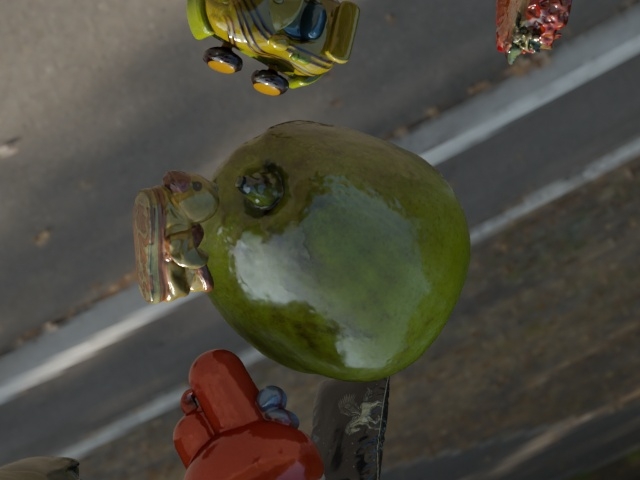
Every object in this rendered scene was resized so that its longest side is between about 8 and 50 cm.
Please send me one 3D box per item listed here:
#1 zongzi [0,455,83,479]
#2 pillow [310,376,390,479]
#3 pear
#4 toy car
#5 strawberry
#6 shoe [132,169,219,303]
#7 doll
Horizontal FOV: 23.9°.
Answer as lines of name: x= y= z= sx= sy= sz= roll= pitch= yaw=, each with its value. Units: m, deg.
zongzi: x=-0.403 y=0.282 z=1.725 sx=0.181 sy=0.418 sz=0.447 roll=-34 pitch=-162 yaw=16
pillow: x=0.035 y=0.261 z=2.045 sx=0.141 sy=0.208 sz=0.055 roll=-23 pitch=133 yaw=35
pear: x=0.000 y=0.000 z=1.626 sx=0.287 sy=0.287 sz=0.375 roll=-29 pitch=150 yaw=15
toy car: x=-0.061 y=-0.326 z=2.168 sx=0.248 sy=0.200 sz=0.142 roll=21 pitch=162 yaw=-32
strawberry: x=0.178 y=-0.207 z=1.263 sx=0.048 sy=0.152 sz=0.104 roll=15 pitch=134 yaw=-8
shoe: x=-0.120 y=-0.003 z=1.253 sx=0.069 sy=0.109 sz=0.072 roll=-2 pitch=179 yaw=-26
doll: x=-0.068 y=0.249 z=1.532 sx=0.161 sy=0.290 sz=0.130 roll=-42 pitch=154 yaw=24
